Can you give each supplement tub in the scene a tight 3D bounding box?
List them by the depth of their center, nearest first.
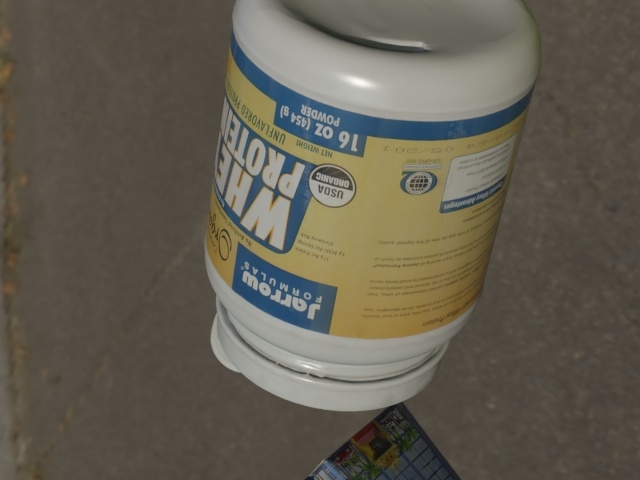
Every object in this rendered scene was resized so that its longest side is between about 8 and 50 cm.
[{"bbox_3d":[0.019,-0.030,0.728,0.144,0.144,0.199,-116,29,-50],"label":"supplement tub"}]

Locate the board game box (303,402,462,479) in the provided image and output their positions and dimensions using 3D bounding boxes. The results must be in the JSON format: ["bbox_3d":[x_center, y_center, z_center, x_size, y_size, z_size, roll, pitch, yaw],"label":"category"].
[{"bbox_3d":[0.054,0.198,0.766,0.194,0.194,0.060,45,118,9],"label":"board game box"}]

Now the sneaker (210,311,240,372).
[{"bbox_3d":[-0.001,0.000,1.315,0.094,0.151,0.256,31,95,19],"label":"sneaker"}]
